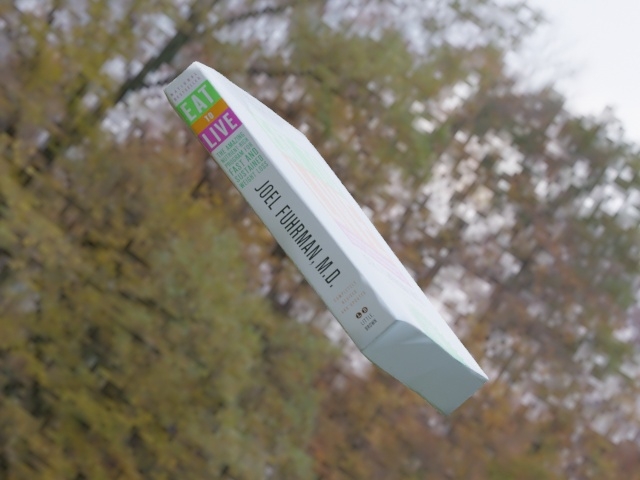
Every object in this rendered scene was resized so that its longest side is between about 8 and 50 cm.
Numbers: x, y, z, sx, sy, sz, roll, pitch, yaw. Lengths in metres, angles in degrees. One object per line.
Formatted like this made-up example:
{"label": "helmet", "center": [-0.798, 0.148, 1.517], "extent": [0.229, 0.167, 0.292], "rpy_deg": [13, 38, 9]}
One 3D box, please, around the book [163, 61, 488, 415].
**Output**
{"label": "book", "center": [0.000, 0.000, 0.672], "extent": [0.144, 0.035, 0.096], "rpy_deg": [52, 7, 29]}
